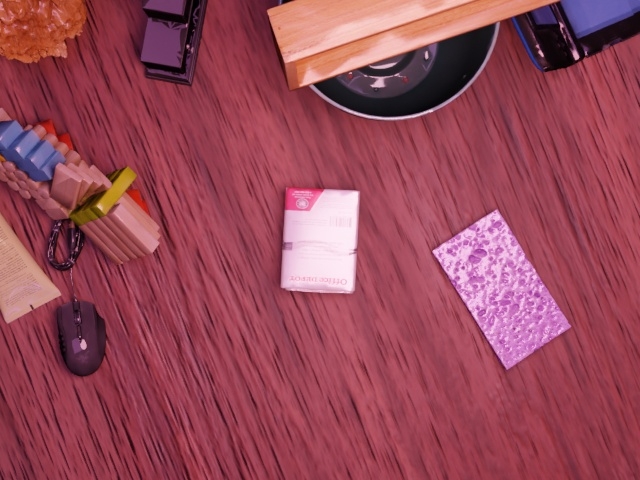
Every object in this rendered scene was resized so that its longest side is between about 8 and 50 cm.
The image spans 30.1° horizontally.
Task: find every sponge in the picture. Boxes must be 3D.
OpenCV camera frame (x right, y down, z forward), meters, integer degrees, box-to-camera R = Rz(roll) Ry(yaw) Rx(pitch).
[{"bbox_3d":[0.268,0.073,1.765,0.117,0.031,0.210,-32,89,0],"label":"sponge"}]

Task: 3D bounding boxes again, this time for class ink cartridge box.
[{"bbox_3d":[0.000,0.000,1.750,0.109,0.063,0.150,3,90,0],"label":"ink cartridge box"}]

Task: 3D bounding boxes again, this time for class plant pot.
[{"bbox_3d":[0.088,-0.300,1.668,0.293,0.235,0.293,0,89,-1],"label":"plant pot"}]

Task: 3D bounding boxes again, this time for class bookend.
[{"bbox_3d":[-0.213,-0.315,1.707,0.072,0.157,0.156,10,89,0],"label":"bookend"}]

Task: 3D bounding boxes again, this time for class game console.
[{"bbox_3d":[0.352,-0.411,1.709,0.173,0.250,0.293,-26,89,26],"label":"game console"}]

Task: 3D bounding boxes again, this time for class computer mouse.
[{"bbox_3d":[-0.360,0.080,1.755,0.071,0.041,0.242,-9,88,-11],"label":"computer mouse"}]

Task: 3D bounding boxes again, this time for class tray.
[{"bbox_3d":[0.143,-0.295,1.449,0.411,0.203,0.076,-18,88,0],"label":"tray"}]

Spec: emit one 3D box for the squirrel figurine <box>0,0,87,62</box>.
[{"bbox_3d":[-0.504,-0.406,1.644,0.397,0.281,0.370,33,85,-4],"label":"squirrel figurine"}]

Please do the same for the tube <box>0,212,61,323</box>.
[{"bbox_3d":[-0.483,0.002,1.746,0.070,0.062,0.240,-16,110,39],"label":"tube"}]

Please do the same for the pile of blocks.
[{"bbox_3d":[-0.369,-0.113,1.713,0.362,0.149,0.113,34,57,-3],"label":"pile of blocks"}]
